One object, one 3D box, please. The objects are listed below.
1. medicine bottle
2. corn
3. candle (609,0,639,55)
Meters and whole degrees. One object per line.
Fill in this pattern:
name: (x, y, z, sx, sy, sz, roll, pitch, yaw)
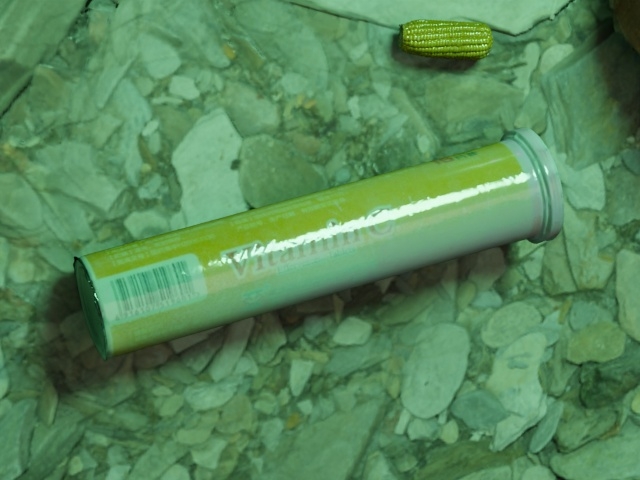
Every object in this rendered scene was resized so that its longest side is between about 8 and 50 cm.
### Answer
medicine bottle: (0.000, 0.000, 1.466, 0.426, 0.108, 0.108, -15, 108, -16)
corn: (0.113, -0.180, 1.501, 0.092, 0.037, 0.037, 2, 102, -20)
candle: (0.433, -0.206, 1.492, 0.317, 0.131, 0.287, -6, 71, -6)
